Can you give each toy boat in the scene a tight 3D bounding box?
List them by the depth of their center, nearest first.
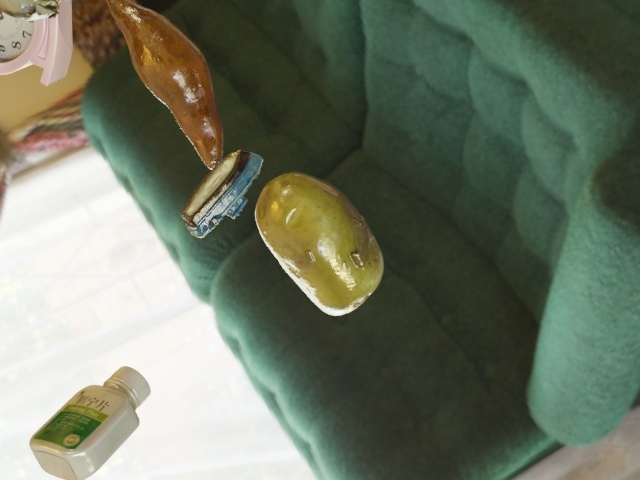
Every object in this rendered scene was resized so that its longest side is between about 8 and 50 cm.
[{"bbox_3d":[-0.125,-0.061,1.255,0.060,0.137,0.061,27,169,41],"label":"toy boat"}]

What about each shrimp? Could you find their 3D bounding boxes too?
[{"bbox_3d":[-0.488,-0.392,1.315,0.287,0.068,0.185,34,167,-18],"label":"shrimp"}]

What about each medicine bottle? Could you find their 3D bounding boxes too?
[{"bbox_3d":[-0.332,0.268,1.411,0.119,0.183,0.069,4,124,36],"label":"medicine bottle"}]

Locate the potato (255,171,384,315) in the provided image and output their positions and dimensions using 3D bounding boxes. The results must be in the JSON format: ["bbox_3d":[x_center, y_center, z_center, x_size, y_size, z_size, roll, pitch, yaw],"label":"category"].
[{"bbox_3d":[0.001,0.001,1.464,0.228,0.148,0.197,50,-174,6],"label":"potato"}]

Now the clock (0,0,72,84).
[{"bbox_3d":[-0.548,-0.422,1.568,0.080,0.275,0.290,-67,-13,-66],"label":"clock"}]

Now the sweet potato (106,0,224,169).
[{"bbox_3d":[-0.252,-0.294,1.640,0.359,0.112,0.112,53,163,-1],"label":"sweet potato"}]
